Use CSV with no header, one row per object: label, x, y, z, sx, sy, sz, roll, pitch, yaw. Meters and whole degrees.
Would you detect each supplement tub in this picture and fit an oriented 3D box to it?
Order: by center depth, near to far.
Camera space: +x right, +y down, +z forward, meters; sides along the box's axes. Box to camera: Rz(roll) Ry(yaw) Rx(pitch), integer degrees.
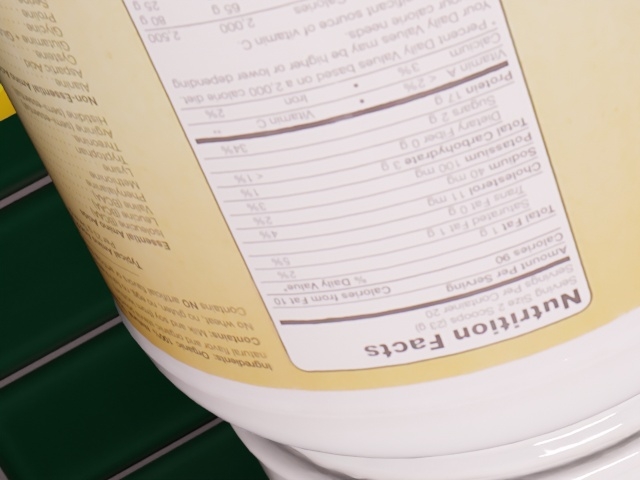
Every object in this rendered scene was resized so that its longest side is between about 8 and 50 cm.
supplement tub,0.017,-0.084,0.470,0.228,0.228,0.316,50,166,53

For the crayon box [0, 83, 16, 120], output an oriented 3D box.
crayon box,-0.288,-0.245,1.265,0.106,0.363,0.313,50,166,51
